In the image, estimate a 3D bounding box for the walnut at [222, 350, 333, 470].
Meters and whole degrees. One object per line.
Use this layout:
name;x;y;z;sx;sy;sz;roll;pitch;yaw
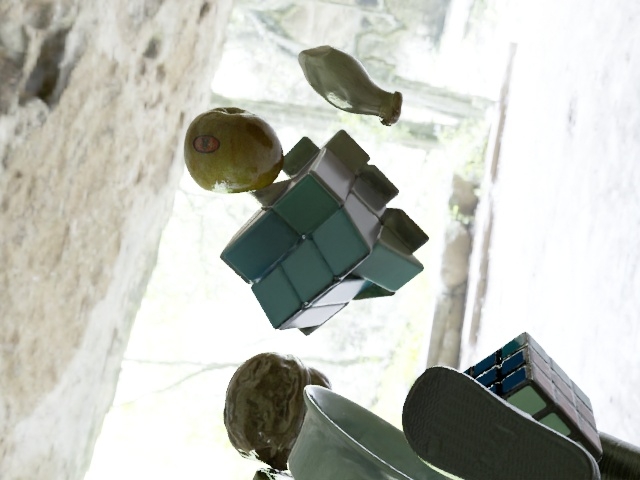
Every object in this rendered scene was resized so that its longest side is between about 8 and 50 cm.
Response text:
walnut;-0.096;0.390;1.861;0.227;0.273;0.273;90;-172;-60

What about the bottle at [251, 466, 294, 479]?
bottle;-0.144;0.701;1.802;0.351;0.171;0.171;-63;-3;-2

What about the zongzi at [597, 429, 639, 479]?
zongzi;0.453;0.410;1.283;0.111;0.248;0.241;-29;-57;-36

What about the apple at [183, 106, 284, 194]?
apple;-0.161;-0.166;1.469;0.182;0.182;0.155;-73;-23;-75

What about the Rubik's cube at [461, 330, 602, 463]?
Rubik's cube;0.286;0.256;1.160;0.162;0.163;0.160;-42;7;21

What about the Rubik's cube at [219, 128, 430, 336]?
Rubik's cube;0.000;0.000;1.657;0.387;0.358;0.368;-39;11;26

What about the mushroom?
mushroom;0.054;-0.275;1.413;0.097;0.212;0.088;-48;17;43

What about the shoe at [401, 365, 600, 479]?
shoe;0.194;0.229;0.872;0.093;0.241;0.108;41;-102;-44

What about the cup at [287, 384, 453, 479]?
cup;0.079;0.416;1.403;0.163;0.347;0.347;-59;-2;1
